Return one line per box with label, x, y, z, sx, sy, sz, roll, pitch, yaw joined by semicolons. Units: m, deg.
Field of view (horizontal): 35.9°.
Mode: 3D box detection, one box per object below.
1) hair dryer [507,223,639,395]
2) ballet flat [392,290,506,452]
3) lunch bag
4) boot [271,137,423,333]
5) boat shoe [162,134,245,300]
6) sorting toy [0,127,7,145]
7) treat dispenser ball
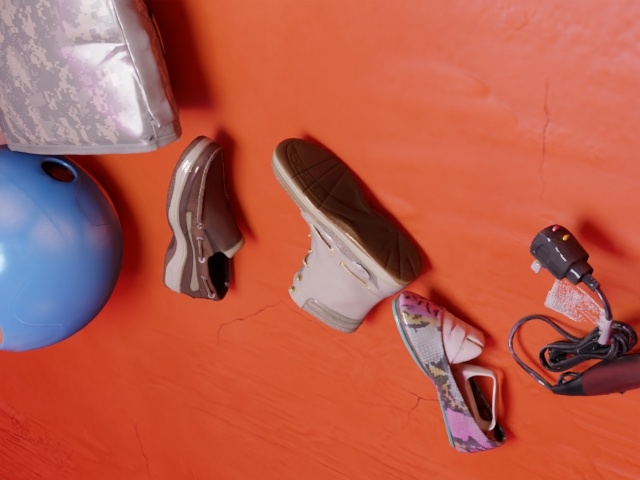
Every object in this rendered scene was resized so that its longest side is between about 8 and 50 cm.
hair dryer;0.318;0.111;0.932;0.293;0.080;0.223;36;153;28
ballet flat;0.154;0.143;1.100;0.079;0.077;0.221;-13;114;27
lunch bag;-0.280;-0.230;1.170;0.287;0.169;0.235;11;124;44
boot;0.000;0.000;1.135;0.213;0.077;0.165;46;141;4
boat shoe;-0.135;-0.020;1.251;0.095;0.095;0.257;25;140;11
sorting toy;-0.486;-0.110;1.558;0.208;0.038;0.193;2;118;38
treat dispenser ball;-0.421;0.010;1.377;0.288;0.288;0.288;24;132;30
